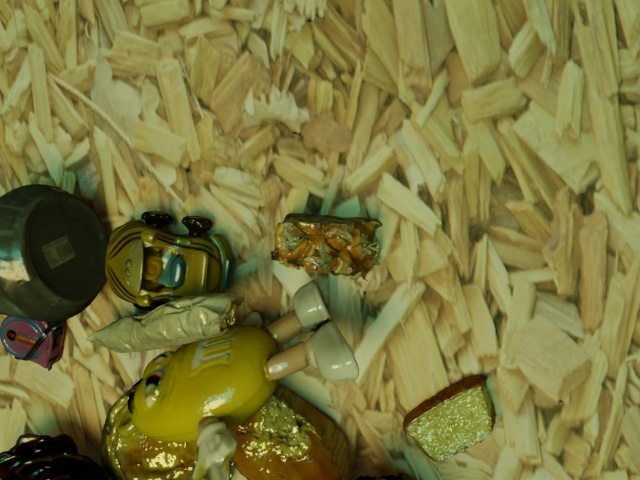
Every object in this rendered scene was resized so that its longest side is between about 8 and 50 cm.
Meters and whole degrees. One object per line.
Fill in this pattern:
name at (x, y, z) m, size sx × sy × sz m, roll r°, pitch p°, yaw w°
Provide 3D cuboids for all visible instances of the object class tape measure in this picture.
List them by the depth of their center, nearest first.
tape measure at (-0.605, 0.200, 0.979) m, size 0.118 × 0.074 × 0.125 m, roll 19°, pitch 103°, yaw 1°

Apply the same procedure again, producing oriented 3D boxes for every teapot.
teapot at (-0.612, 0.059, 0.870) m, size 0.343 × 0.300 × 0.253 m, roll -11°, pitch 129°, yaw 16°

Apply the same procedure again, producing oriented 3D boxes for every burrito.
burrito at (-0.271, 0.150, 0.820) m, size 0.391 × 0.117 × 0.076 m, roll -18°, pitch 80°, yaw 36°

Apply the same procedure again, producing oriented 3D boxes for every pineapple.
pineapple at (0.000, 0.000, 0.834) m, size 0.236 × 0.186 × 0.115 m, roll 8°, pitch 94°, yaw -36°

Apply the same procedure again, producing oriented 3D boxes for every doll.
doll at (-0.135, 0.235, 0.799) m, size 0.423 × 0.348 × 0.161 m, roll -39°, pitch 117°, yaw -24°

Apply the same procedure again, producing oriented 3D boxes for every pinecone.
pinecone at (-0.530, 0.550, 0.906) m, size 0.295 × 0.242 × 0.299 m, roll 25°, pitch 125°, yaw 32°

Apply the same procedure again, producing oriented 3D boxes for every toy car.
toy car at (-0.299, 0.049, 0.881) m, size 0.247 × 0.142 × 0.201 m, roll 6°, pitch 95°, yaw 8°

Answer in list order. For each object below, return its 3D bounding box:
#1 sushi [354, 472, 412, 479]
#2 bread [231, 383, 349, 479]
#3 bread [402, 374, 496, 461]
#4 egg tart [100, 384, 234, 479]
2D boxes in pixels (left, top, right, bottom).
sushi at (0.100, 0.531, 0.762) m, size 0.207 × 0.348 × 0.234 m, roll -43°, pitch 47°, yaw 6°
bread at (-0.061, 0.401, 0.884) m, size 0.179 × 0.133 × 0.250 m, roll -43°, pitch 87°, yaw 14°
bread at (0.247, 0.333, 0.866) m, size 0.187 × 0.065 × 0.103 m, roll -31°, pitch 84°, yaw 9°
egg tart at (-0.311, 0.419, 0.930) m, size 0.296 × 0.132 × 0.298 m, roll 0°, pitch 92°, yaw 4°
